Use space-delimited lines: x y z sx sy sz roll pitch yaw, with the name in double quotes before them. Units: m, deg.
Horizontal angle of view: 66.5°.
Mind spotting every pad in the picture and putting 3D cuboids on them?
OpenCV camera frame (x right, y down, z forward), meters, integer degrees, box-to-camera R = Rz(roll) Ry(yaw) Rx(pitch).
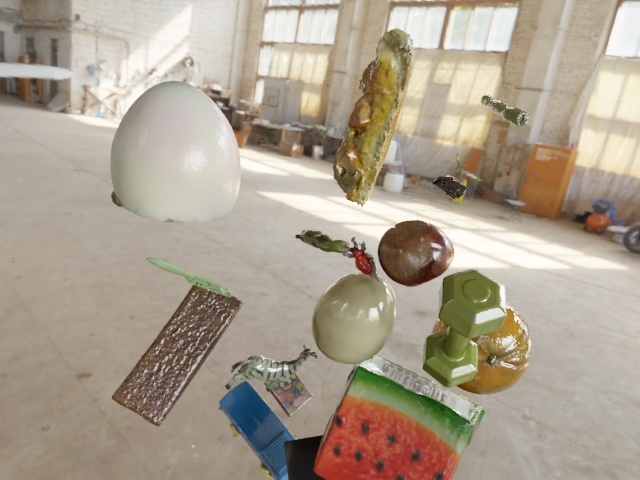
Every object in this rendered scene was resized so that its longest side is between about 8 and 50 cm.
"pad" -0.011 0.692 1.370 0.159 0.009 0.265 -2 63 -18

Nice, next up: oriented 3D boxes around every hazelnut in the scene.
"hazelnut" 0.194 0.031 0.993 0.154 0.143 0.143 -18 3 27

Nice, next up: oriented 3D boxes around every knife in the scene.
"knife" -0.295 0.083 1.099 0.207 0.030 0.014 23 28 -5

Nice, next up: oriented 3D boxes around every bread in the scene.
"bread" -0.403 0.310 1.413 0.165 0.416 0.113 36 -16 -6

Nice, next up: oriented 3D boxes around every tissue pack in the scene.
"tissue pack" -0.109 0.511 1.670 0.108 0.148 0.060 -35 -7 -25

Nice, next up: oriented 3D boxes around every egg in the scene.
"egg" 0.079 0.177 1.128 0.186 0.242 0.186 22 28 -12
"egg" -0.387 -0.261 1.339 0.354 0.340 0.354 10 24 -5

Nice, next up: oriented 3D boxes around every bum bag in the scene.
"bum bag" 0.374 -0.156 1.408 0.058 0.034 0.124 -31 40 -1

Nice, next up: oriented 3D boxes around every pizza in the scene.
"pizza" 0.060 -0.135 0.602 0.058 0.197 0.292 18 -11 5

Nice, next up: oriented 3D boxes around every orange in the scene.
"orange" 0.380 0.249 1.146 0.240 0.240 0.171 8 14 -3

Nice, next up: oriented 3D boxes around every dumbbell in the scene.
"dumbbell" 0.265 0.175 0.930 0.121 0.302 0.108 -16 53 -10

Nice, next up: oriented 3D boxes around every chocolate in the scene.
"chocolate" 0.190 0.512 1.253 0.360 0.341 0.161 23 1 17

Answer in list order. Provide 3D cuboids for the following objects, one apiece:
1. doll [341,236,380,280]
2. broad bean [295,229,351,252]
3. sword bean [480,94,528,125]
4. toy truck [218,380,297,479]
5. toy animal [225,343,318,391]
"doll" 0.092 0.043 1.050 0.114 0.057 0.039 51 7 -12
"broad bean" 0.000 0.000 1.311 0.070 0.048 0.213 12 4 -40
"sword bean" 0.475 -0.348 1.285 0.043 0.038 0.269 23 23 -12
"toy truck" -0.196 0.661 1.689 0.161 0.162 0.385 -35 57 -23
"toy animal" -0.129 0.336 1.299 0.217 0.176 0.073 12 40 -33
